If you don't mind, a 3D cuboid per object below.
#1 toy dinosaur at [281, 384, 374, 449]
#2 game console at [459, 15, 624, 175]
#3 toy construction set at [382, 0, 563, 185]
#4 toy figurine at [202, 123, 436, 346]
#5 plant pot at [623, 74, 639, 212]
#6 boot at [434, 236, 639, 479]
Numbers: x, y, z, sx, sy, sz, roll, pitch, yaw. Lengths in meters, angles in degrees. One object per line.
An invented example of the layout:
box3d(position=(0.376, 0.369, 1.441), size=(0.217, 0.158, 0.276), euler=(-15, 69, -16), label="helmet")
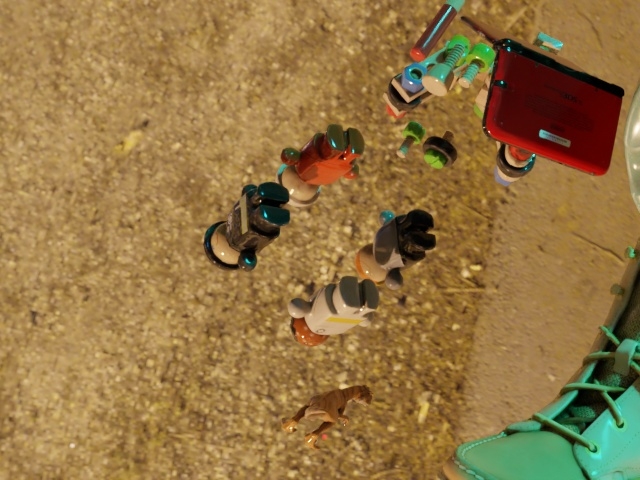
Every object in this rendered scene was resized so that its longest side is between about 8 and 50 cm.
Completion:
box3d(position=(-0.001, 0.220, 1.165), size=(0.064, 0.211, 0.112), euler=(45, 108, 17), label="toy dinosaur")
box3d(position=(0.192, -0.131, 0.807), size=(0.085, 0.144, 0.124), euler=(2, 79, 63), label="game console")
box3d(position=(0.245, -0.263, 1.342), size=(0.257, 0.309, 0.237), euler=(24, 71, 29), label="toy construction set")
box3d(position=(0.000, 0.000, 1.014), size=(0.213, 0.209, 0.148), euler=(-47, 6, -38), label="toy figurine")
box3d(position=(0.419, -0.137, 0.752), size=(0.341, 0.341, 0.334), euler=(-13, 24, 39), label="plant pot")
box3d(position=(0.192, 0.093, 0.589), size=(0.095, 0.262, 0.203), euler=(32, 107, 44), label="boot")
